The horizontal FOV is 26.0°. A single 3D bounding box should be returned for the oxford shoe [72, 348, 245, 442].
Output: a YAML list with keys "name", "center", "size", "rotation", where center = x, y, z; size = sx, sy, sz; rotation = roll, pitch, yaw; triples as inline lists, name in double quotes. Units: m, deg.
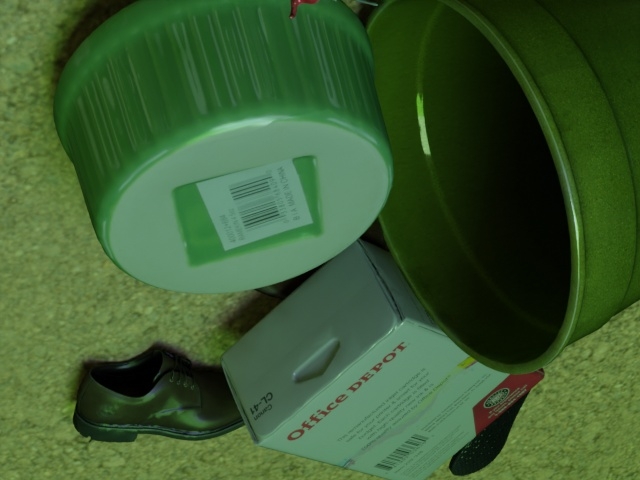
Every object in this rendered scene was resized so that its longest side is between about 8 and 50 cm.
- name: "oxford shoe"
  center: [-0.157, 0.169, 1.553]
  size: [0.227, 0.083, 0.096]
  rotation: [-3, 127, -22]

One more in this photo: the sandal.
- name: "sandal"
  center: [0.221, 0.229, 1.808]
  size: [0.067, 0.040, 0.179]
  rotation: [17, 108, -40]

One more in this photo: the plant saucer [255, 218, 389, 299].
- name: "plant saucer"
  center: [0.000, 0.000, 1.495]
  size: [0.199, 0.036, 0.198]
  rotation: [-11, 134, -12]

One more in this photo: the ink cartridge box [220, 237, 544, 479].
- name: "ink cartridge box"
  center: [0.075, 0.145, 1.566]
  size: [0.226, 0.131, 0.306]
  rotation: [-42, 141, 18]

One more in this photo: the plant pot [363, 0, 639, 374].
- name: "plant pot"
  center: [0.273, -0.106, 1.325]
  size: [0.353, 0.366, 0.366]
  rotation: [-20, 137, -22]

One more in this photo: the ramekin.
- name: "ramekin"
  center: [-0.080, -0.081, 1.260]
  size: [0.303, 0.148, 0.303]
  rotation: [-12, 147, -8]

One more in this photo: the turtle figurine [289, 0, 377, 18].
- name: "turtle figurine"
  center: [-0.047, -0.271, 1.087]
  size: [0.234, 0.118, 0.175]
  rotation: [25, 118, 1]
